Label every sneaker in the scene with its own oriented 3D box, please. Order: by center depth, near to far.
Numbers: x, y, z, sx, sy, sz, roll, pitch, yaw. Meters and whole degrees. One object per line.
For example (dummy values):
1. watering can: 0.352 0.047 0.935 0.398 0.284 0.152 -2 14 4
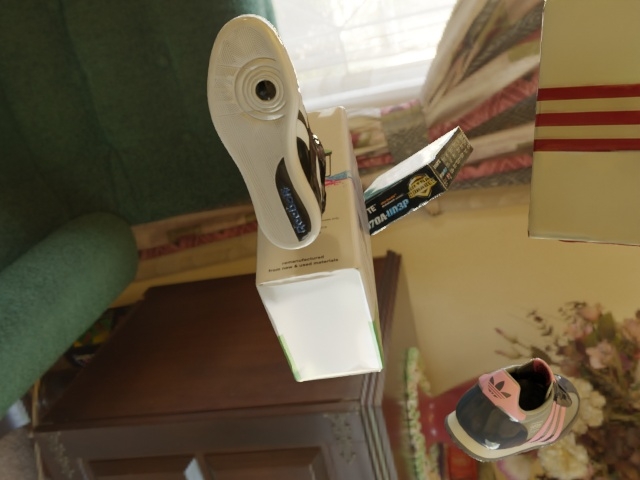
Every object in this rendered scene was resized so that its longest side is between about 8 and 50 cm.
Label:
1. sneaker: -0.045 -0.111 0.651 0.121 0.079 0.217 -79 160 -61
2. sneaker: 0.317 0.228 1.000 0.319 0.131 0.112 -3 40 -48

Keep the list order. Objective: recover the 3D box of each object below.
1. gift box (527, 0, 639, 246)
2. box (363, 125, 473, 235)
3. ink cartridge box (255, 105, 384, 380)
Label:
1. gift box: 0.360 -0.081 0.627 0.255 0.258 0.276 -9 100 -52
2. box: 0.140 -0.090 1.088 0.051 0.175 0.220 54 32 -7
3. ink cartridge box: 0.000 0.000 0.855 0.201 0.117 0.278 74 10 -47
